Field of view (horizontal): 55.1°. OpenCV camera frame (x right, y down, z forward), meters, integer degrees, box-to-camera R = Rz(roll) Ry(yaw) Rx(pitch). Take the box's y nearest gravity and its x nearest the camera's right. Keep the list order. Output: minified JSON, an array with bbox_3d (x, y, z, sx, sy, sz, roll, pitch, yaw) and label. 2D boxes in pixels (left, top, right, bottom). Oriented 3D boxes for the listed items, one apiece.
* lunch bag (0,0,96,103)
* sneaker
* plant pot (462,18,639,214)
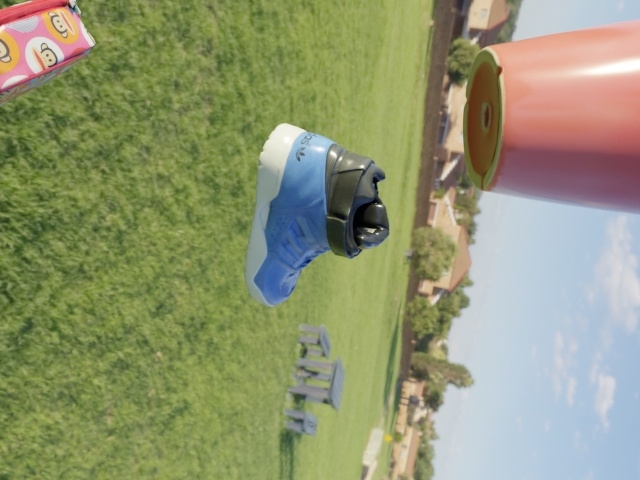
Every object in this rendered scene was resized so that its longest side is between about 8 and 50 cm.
[{"bbox_3d":[-0.502,-0.275,0.969,0.120,0.293,0.258,63,33,-21],"label":"lunch bag"},{"bbox_3d":[0.000,0.001,0.414,0.058,0.084,0.152,-54,162,-48],"label":"sneaker"},{"bbox_3d":[0.338,-0.167,0.841,0.275,0.243,0.275,180,-90,-88],"label":"plant pot"}]
